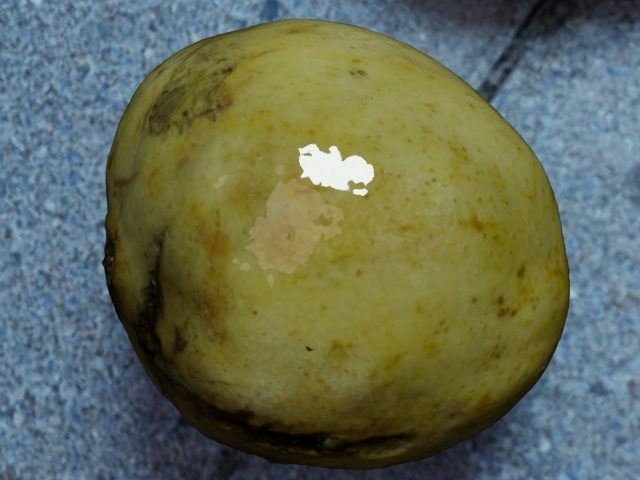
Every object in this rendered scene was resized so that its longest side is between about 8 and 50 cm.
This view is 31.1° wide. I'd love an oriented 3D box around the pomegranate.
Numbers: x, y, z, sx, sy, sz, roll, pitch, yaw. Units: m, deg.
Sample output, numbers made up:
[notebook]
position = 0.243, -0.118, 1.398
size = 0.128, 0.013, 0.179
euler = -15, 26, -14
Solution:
[pomegranate]
position = 0.000, 0.000, 0.627
size = 0.261, 0.260, 0.260
euler = -2, 85, 18
